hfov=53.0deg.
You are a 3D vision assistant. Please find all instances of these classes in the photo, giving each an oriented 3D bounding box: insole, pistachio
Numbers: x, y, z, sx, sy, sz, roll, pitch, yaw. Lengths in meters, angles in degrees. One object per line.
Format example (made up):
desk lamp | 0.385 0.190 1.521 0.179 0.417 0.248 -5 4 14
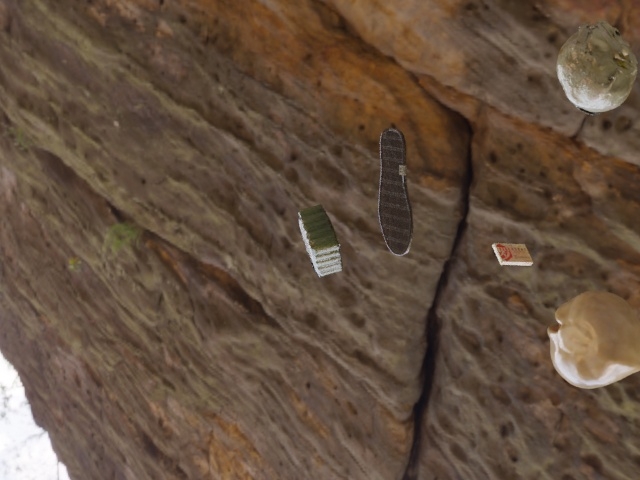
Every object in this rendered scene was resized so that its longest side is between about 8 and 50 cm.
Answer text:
insole | 0.178 -0.114 1.535 0.012 0.310 0.110 -17 -157 -39
pistachio | 0.547 0.191 1.258 0.187 0.188 0.299 24 -167 25

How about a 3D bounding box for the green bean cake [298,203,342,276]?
green bean cake | 0.000 0.000 2.289 0.113 0.200 0.214 -18 -128 -4

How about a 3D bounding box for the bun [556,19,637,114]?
bun | 0.731 -0.454 1.665 0.239 0.239 0.141 -6 174 -30

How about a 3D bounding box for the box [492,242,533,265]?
box | 0.468 0.033 1.562 0.093 0.015 0.058 2 -130 -23
